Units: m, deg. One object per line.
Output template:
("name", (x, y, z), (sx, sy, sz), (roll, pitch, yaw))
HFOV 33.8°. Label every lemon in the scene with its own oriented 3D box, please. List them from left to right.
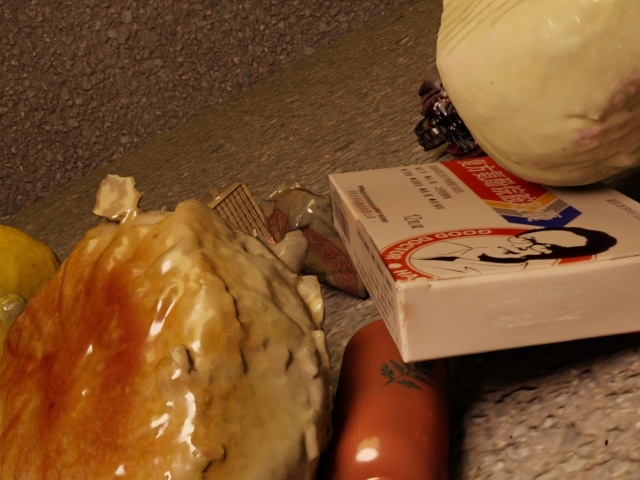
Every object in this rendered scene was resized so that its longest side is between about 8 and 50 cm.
("lemon", (-0.415, 0.103, 1.267), (0.245, 0.245, 0.320), (-40, 13, -32))

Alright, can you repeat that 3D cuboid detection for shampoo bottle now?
("shampoo bottle", (0.046, 0.137, 0.684), (0.085, 0.085, 0.244), (-25, 19, 14))

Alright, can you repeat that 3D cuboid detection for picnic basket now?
("picnic basket", (-0.132, 0.015, 1.265), (0.079, 0.115, 0.164), (-18, 19, 40))

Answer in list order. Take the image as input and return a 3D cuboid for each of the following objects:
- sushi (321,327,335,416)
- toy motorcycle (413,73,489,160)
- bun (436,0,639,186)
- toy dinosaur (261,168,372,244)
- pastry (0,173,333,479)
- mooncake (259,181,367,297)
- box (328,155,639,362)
("sushi", (-0.039, 0.124, 0.857), (0.134, 0.109, 0.273), (-31, 31, -17))
("toy motorcycle", (0.223, -0.178, 1.165), (0.207, 0.134, 0.401), (-35, 2, -4))
("bun", (0.249, -0.203, 0.825), (0.361, 0.213, 0.361), (-44, 25, 27))
("toy dinosaur", (-0.035, 0.006, 1.165), (0.242, 0.053, 0.167), (-41, -10, 10))
("pastry", (-0.122, 0.128, 0.702), (0.329, 0.136, 0.330), (-30, 46, 37))
("mooncake", (0.000, 0.000, 1.076), (0.073, 0.125, 0.130), (-52, 19, -9))
("box", (0.135, -0.004, 0.845), (0.214, 0.069, 0.353), (-7, 17, -5))
